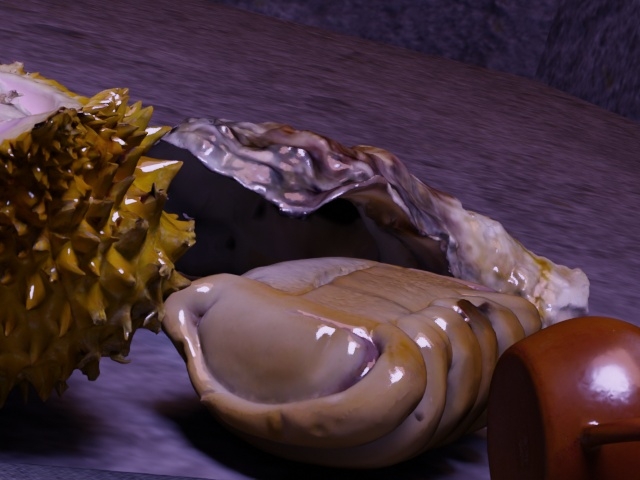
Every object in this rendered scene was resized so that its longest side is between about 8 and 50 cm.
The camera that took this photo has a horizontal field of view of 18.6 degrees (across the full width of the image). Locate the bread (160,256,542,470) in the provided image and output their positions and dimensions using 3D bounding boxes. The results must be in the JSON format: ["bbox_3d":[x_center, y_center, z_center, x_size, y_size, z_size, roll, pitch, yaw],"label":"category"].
[{"bbox_3d":[0.018,0.057,0.916,0.134,0.081,0.225,16,11,24],"label":"bread"}]

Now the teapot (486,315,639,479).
[{"bbox_3d":[0.135,0.086,0.832,0.116,0.116,0.173,15,-14,-8],"label":"teapot"}]

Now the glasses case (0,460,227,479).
[{"bbox_3d":[-0.034,0.116,0.404,0.323,0.131,0.074,10,12,-33],"label":"glasses case"}]

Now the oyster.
[{"bbox_3d":[0.002,-0.011,1.093,0.275,0.100,0.271,13,-5,19],"label":"oyster"}]

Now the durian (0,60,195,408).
[{"bbox_3d":[-0.157,0.000,0.828,0.138,0.183,0.249,53,-14,-32],"label":"durian"}]
